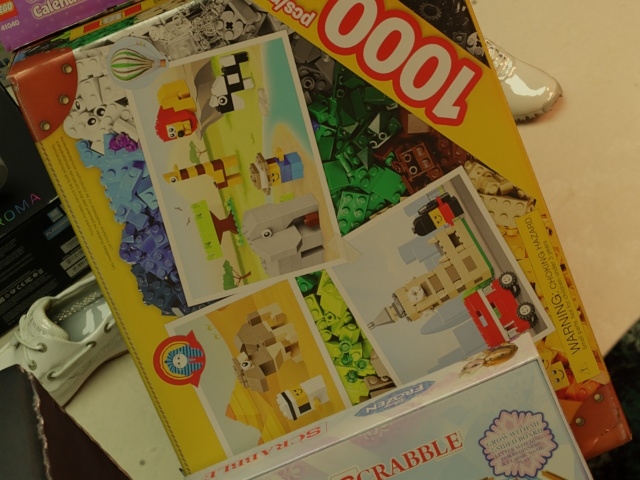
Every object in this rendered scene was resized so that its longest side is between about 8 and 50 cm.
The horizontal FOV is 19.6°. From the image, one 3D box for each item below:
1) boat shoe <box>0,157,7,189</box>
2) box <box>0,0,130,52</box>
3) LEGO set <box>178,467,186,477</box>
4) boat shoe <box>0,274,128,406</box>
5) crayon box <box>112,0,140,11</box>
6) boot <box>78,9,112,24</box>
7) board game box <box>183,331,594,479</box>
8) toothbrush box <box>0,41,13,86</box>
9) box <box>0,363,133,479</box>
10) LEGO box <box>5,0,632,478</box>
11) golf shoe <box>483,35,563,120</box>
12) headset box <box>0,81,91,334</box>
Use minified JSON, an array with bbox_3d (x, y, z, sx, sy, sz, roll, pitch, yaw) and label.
[{"bbox_3d":[-0.470,-0.030,1.909,0.306,0.113,0.105,-32,67,11],"label":"boat shoe"},{"bbox_3d":[-0.206,-0.278,1.696,0.201,0.057,0.293,-23,26,1],"label":"box"},{"bbox_3d":[-0.122,0.251,1.813,0.083,0.023,0.054,1,60,7],"label":"LEGO set"},{"bbox_3d":[-0.276,0.100,1.923,0.277,0.096,0.098,-37,53,-5],"label":"boat shoe"},{"bbox_3d":[-0.117,-0.164,1.900,0.106,0.313,0.363,-27,52,3],"label":"crayon box"},{"bbox_3d":[-0.233,-0.286,2.169,0.118,0.087,0.042,-43,51,-10],"label":"boot"},{"bbox_3d":[0.092,0.281,1.541,0.319,0.318,0.066,-23,15,5],"label":"board game box"},{"bbox_3d":[-0.465,-0.287,2.138,0.206,0.283,0.122,-21,54,7],"label":"toothbrush box"},{"bbox_3d":[-0.332,0.396,1.512,0.480,0.471,0.297,-22,53,7],"label":"box"},{"bbox_3d":[0.000,0.000,1.609,0.373,0.500,0.193,-23,15,-1],"label":"LEGO box"},{"bbox_3d":[0.169,-0.183,1.944,0.176,0.086,0.069,21,66,29],"label":"golf shoe"},{"bbox_3d":[-0.403,-0.039,2.043,0.246,0.131,0.283,-36,52,-4],"label":"headset box"}]
